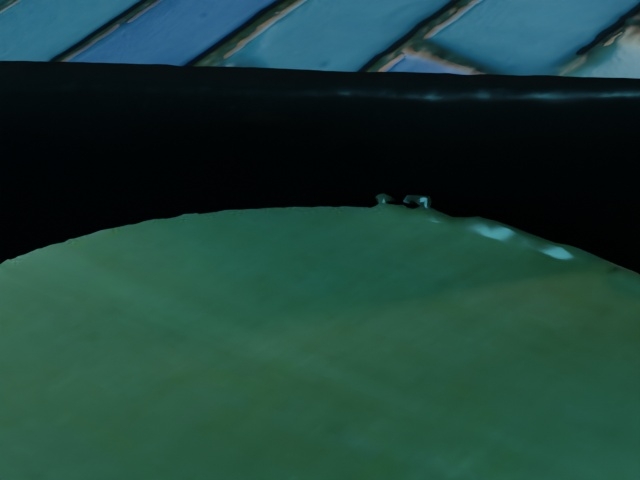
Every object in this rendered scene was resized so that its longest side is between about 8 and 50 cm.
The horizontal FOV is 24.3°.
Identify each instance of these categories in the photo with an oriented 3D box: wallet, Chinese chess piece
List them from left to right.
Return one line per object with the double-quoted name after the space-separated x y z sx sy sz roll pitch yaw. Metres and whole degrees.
-0.005 0.126 0.450 0.349 0.146 0.349 1 31 0 "Chinese chess piece"
0.000 0.000 0.633 0.378 0.197 0.051 4 51 29 "wallet"
